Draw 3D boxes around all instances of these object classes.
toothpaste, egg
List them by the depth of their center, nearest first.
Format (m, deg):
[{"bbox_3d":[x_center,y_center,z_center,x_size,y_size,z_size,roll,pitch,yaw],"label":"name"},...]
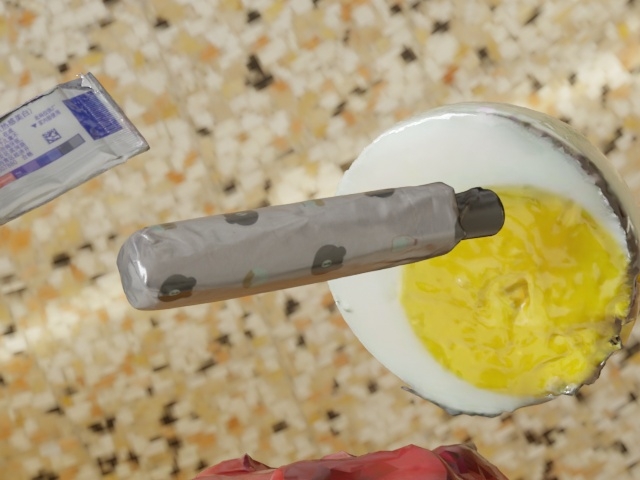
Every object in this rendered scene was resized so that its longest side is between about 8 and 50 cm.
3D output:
[{"bbox_3d":[-0.297,-0.054,1.524,0.282,0.099,0.068,-29,178,-19],"label":"toothpaste"},{"bbox_3d":[0.172,-0.009,1.697,0.337,0.201,0.337,8,120,15],"label":"egg"}]

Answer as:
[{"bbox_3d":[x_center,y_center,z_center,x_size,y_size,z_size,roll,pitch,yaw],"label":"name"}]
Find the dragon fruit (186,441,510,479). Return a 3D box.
[{"bbox_3d":[0.043,0.235,0.728,0.249,0.386,0.371,-53,170,32],"label":"dragon fruit"}]

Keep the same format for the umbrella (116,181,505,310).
[{"bbox_3d":[0.000,0.000,1.411,0.337,0.067,0.073,-10,173,-24],"label":"umbrella"}]
